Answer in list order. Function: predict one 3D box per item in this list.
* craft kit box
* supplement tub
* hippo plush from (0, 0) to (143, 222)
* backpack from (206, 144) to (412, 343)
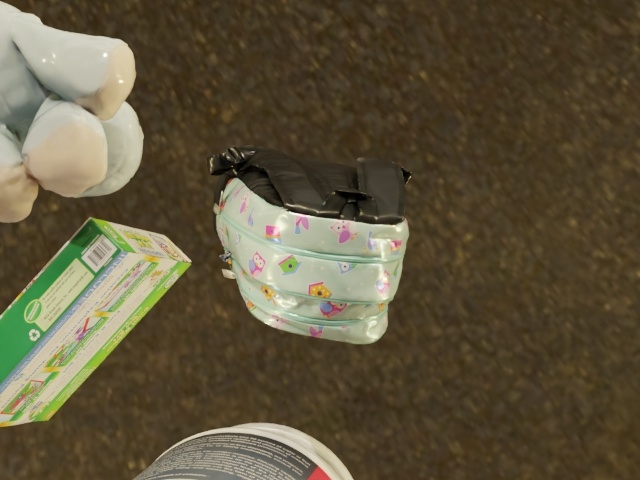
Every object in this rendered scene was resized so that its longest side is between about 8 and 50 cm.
[{"bbox_3d":[-0.265,0.090,1.620,0.250,0.061,0.246,-47,167,4],"label":"craft kit box"},{"bbox_3d":[-0.072,0.243,1.109,0.191,0.272,0.191,2,98,12],"label":"supplement tub"},{"bbox_3d":[-0.311,-0.118,1.573,0.234,0.294,0.236,-54,165,-9],"label":"hippo plush"},{"bbox_3d":[0.000,0.000,1.094,0.152,0.182,0.115,0,103,-11],"label":"backpack"}]
